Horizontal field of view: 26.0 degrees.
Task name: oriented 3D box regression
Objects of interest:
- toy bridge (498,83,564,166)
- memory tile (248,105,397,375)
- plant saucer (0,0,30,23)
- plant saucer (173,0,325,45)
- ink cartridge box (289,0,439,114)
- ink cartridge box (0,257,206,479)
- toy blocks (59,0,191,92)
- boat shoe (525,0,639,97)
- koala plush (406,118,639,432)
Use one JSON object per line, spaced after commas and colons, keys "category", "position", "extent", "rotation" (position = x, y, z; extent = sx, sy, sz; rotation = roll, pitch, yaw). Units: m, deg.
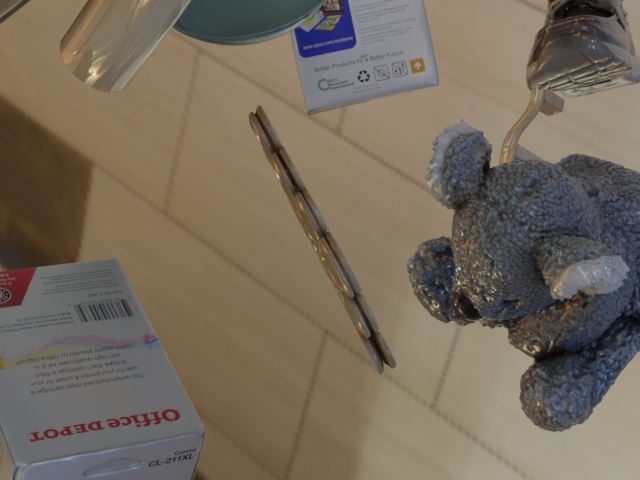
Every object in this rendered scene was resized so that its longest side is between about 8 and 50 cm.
{"category": "toy bridge", "position": [0.220, -0.084, 1.484], "extent": [0.026, 0.063, 0.188], "rotation": [-14, 57, 50]}
{"category": "memory tile", "position": [0.000, 0.000, 0.793], "extent": [0.148, 0.012, 0.113], "rotation": [61, 178, 41]}
{"category": "plant saucer", "position": [-0.187, -0.177, 0.848], "extent": [0.036, 0.198, 0.198], "rotation": [48, 133, -5]}
{"category": "plant saucer", "position": [-0.046, -0.156, 0.859], "extent": [0.119, 0.119, 0.021], "rotation": [33, 151, 33]}
{"category": "ink cartridge box", "position": [0.029, -0.359, 1.768], "extent": [0.175, 0.069, 0.371], "rotation": [-12, 94, 0]}
{"category": "ink cartridge box", "position": [-0.169, 0.099, 0.918], "extent": [0.175, 0.127, 0.072], "rotation": [57, 141, 41]}
{"category": "toy blocks", "position": [-0.129, -0.293, 0.680], "extent": [0.309, 0.289, 0.260], "rotation": [31, 129, -18]}
{"category": "boat shoe", "position": [0.318, -0.254, 1.720], "extent": [0.132, 0.355, 0.130], "rotation": [-12, 89, 16]}
{"category": "koala plush", "position": [0.162, 0.003, 1.033], "extent": [0.203, 0.221, 0.196], "rotation": [-46, 61, 5]}
